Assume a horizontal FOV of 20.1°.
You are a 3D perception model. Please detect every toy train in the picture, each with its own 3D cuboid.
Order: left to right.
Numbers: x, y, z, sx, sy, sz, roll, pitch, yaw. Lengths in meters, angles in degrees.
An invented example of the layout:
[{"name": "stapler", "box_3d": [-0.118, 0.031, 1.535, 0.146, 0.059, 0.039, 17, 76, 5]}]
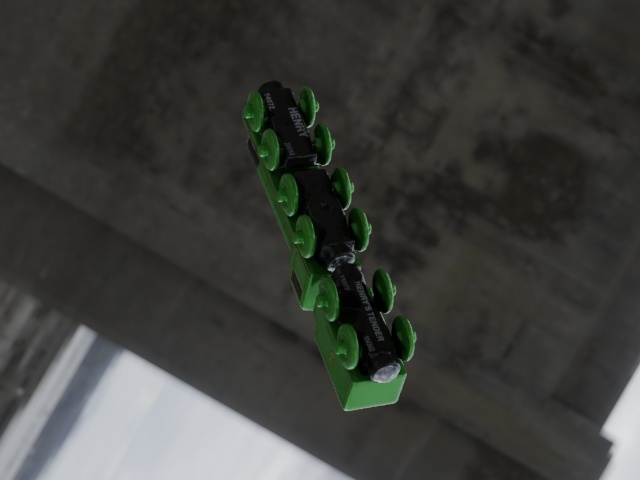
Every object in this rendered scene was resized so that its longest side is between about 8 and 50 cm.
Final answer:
[{"name": "toy train", "box_3d": [0.000, 0.000, 0.384, 0.023, 0.017, 0.083, 104, -28, -47]}]
